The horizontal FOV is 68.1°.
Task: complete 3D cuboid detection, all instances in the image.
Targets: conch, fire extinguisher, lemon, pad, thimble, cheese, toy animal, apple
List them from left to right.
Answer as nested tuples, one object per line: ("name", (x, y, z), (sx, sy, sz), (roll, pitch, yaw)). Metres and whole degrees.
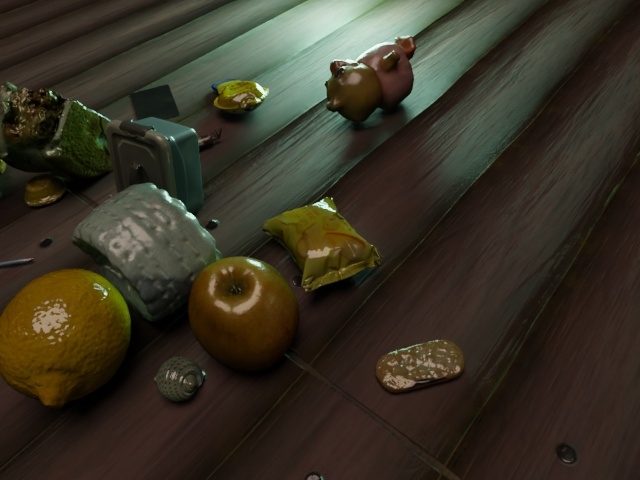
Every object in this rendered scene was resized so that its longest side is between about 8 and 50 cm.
("lemon", (-0.393, 0.143, 0.735), (0.186, 0.187, 0.244), (-10, 43, -4))
("thimble", (-0.302, 0.012, 0.834), (0.250, 0.205, 0.172), (31, 58, 27))
("pad", (-0.478, -0.393, 1.360), (0.116, 0.004, 0.193), (-18, 48, -12))
("conch", (-0.227, 0.212, 0.749), (0.085, 0.057, 0.076), (20, 39, 21))
("fire extinguisher", (-0.327, -0.236, 1.187), (0.173, 0.035, 0.049), (-25, 12, -17))
("cheese", (-0.231, -0.407, 1.312), (0.156, 0.064, 0.250), (-23, 40, -17))
("apple", (-0.124, 0.112, 0.762), (0.182, 0.155, 0.182), (-1, 45, 1))
("toy animal", (0.122, -0.403, 1.221), (0.281, 0.195, 0.169), (-29, 91, -25))

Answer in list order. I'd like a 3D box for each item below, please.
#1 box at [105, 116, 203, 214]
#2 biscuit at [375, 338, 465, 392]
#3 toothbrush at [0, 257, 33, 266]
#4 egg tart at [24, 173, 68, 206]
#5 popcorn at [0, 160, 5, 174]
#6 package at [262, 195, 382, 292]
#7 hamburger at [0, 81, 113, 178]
("box", (-0.336, -0.137, 0.974), (0.162, 0.227, 0.130), (19, 36, 22))
("biscuit", (0.159, 0.198, 0.751), (0.147, 0.018, 0.071), (-14, 45, -6))
("toothbrush", (-0.680, 0.057, 0.956), (0.193, 0.013, 0.019), (-11, 54, -5))
("egg tart", (-0.646, -0.122, 1.102), (0.105, 0.039, 0.105), (-4, 48, 4))
("popcorn", (-0.846, -0.213, 1.030), (0.315, 0.297, 0.281), (-31, 61, 20))
("package", (0.000, 0.000, 0.897), (0.168, 0.090, 0.226), (-23, 47, -18))
("hamburger", (-0.601, -0.230, 1.084), (0.167, 0.288, 0.192), (21, 85, 18))
